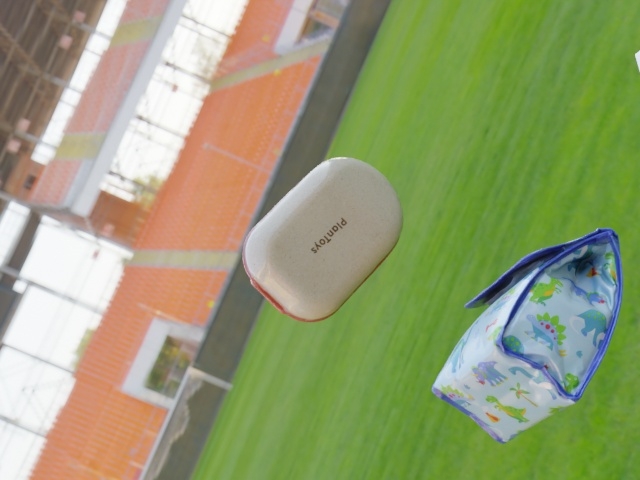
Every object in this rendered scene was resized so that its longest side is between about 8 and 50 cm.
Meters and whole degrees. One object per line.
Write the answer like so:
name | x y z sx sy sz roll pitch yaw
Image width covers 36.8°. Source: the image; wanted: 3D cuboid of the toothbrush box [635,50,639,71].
toothbrush box | 0.506 -0.120 1.131 0.122 0.206 0.283 -44 31 38

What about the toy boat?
toy boat | 0.000 0.000 1.275 0.231 0.151 0.151 -46 4 -17

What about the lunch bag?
lunch bag | 0.172 0.067 0.769 0.151 0.096 0.129 -50 -2 -30
